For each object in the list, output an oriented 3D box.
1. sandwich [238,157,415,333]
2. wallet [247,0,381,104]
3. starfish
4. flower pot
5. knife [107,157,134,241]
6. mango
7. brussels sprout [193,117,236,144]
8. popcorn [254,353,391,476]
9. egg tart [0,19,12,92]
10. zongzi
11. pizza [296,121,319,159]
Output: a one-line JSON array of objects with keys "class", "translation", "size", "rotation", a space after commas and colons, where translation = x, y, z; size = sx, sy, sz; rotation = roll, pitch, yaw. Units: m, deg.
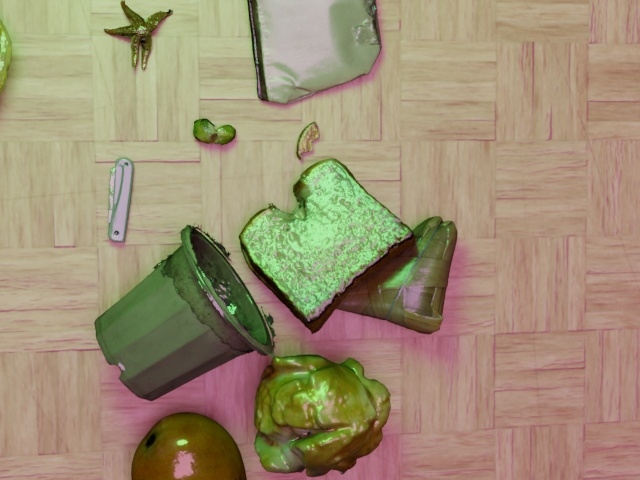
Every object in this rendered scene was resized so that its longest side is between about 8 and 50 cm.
[{"class": "sandwich", "translation": [0.000, 0.000, 1.726], "size": [0.273, 0.095, 0.249], "rotation": [-42, 78, -4]}, {"class": "wallet", "translation": [-0.025, -0.439, 1.744], "size": [0.275, 0.068, 0.335], "rotation": [-9, 102, -5]}, {"class": "starfish", "translation": [-0.333, -0.404, 1.702], "size": [0.130, 0.041, 0.133], "rotation": [-35, 99, -7]}, {"class": "flower pot", "translation": [-0.257, 0.146, 1.650], "size": [0.259, 0.290, 0.290], "rotation": [-32, 98, 6]}, {"class": "knife", "translation": [-0.383, -0.078, 1.723], "size": [0.044, 0.023, 0.162], "rotation": [7, 92, -12]}, {"class": "mango", "translation": [-0.236, 0.476, 1.715], "size": [0.211, 0.173, 0.317], "rotation": [-26, 110, -13]}, {"class": "brussels sprout", "translation": [-0.202, -0.207, 1.733], "size": [0.083, 0.046, 0.051], "rotation": [7, 51, -10]}, {"class": "popcorn", "translation": [0.007, 0.327, 1.705], "size": [0.276, 0.276, 0.225], "rotation": [9, 93, -10]}, {"class": "egg tart", "translation": [-0.687, -0.332, 1.625], "size": [0.279, 0.095, 0.279], "rotation": [0, 90, -5]}, {"class": "zongzi", "translation": [0.133, 0.051, 1.793], "size": [0.256, 0.115, 0.228], "rotation": [11, 81, 9]}, {"class": "pizza", "translation": [-0.026, -0.197, 1.781], "size": [0.037, 0.016, 0.083], "rotation": [25, 86, -9]}]
